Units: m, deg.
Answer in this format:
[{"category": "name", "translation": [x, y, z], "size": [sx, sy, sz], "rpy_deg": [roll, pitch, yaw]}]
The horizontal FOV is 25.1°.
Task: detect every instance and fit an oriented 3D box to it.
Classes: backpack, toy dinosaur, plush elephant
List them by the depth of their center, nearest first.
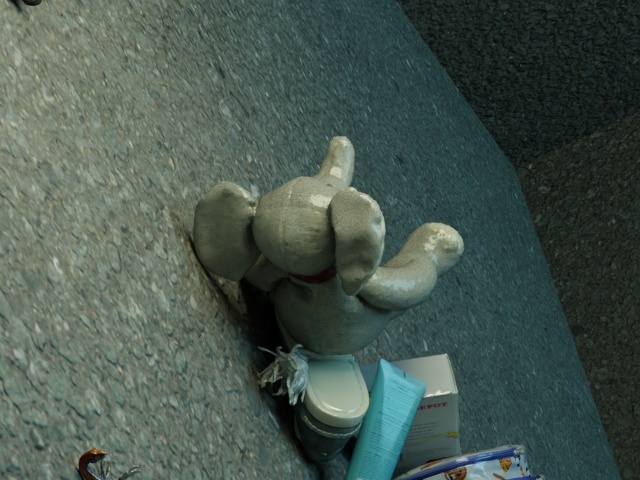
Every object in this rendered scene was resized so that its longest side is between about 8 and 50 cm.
[{"category": "toy dinosaur", "translation": [-0.183, 0.224, 1.268], "size": [0.082, 0.047, 0.090], "rpy_deg": [37, 37, -22]}, {"category": "plush elephant", "translation": [0.000, 0.000, 1.757], "size": [0.330, 0.272, 0.255], "rpy_deg": [-59, 153, -43]}, {"category": "backpack", "translation": [0.186, 0.379, 1.842], "size": [0.213, 0.276, 0.263], "rpy_deg": [64, 22, 10]}]

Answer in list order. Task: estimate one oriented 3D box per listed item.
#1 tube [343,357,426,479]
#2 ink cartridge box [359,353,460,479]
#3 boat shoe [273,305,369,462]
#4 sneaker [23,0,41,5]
[{"category": "tube", "translation": [0.072, 0.258, 1.798], "size": [0.080, 0.052, 0.207], "rpy_deg": [31, 72, -34]}, {"category": "ink cartridge box", "translation": [0.119, 0.240, 1.929], "size": [0.072, 0.127, 0.175], "rpy_deg": [-99, -178, -45]}, {"category": "boat shoe", "translation": [-0.008, 0.157, 1.875], "size": [0.319, 0.116, 0.099], "rpy_deg": [-104, -155, -54]}, {"category": "sneaker", "translation": [-0.324, -0.313, 1.604], "size": [0.158, 0.061, 0.065], "rpy_deg": [-91, 179, -52]}]
